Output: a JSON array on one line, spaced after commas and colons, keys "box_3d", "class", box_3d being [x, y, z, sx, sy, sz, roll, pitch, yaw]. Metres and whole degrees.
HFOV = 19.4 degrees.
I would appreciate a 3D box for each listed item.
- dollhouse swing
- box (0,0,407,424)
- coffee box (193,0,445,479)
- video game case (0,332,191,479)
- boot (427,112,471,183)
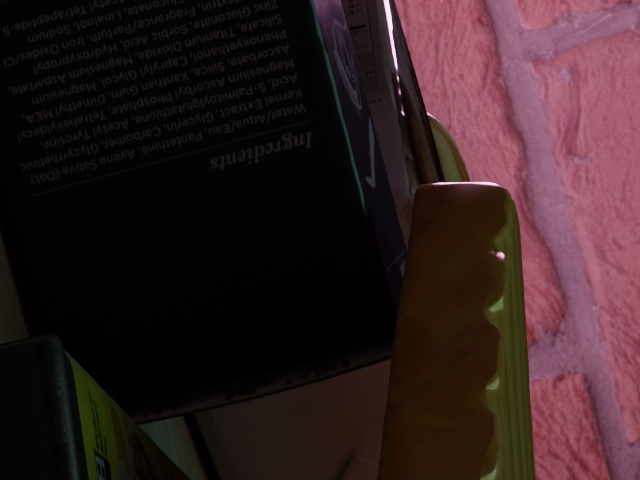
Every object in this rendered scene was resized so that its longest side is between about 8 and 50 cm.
[{"box_3d": [0.148, 0.188, 0.527, 0.347, 0.315, 0.305, -77, 178, -59], "class": "dollhouse swing"}, {"box_3d": [-0.044, -0.054, 0.616, 0.153, 0.108, 0.207, -18, 94, -85], "class": "box"}, {"box_3d": [0.000, -0.005, 0.877, 0.297, 0.118, 0.168, -94, 167, -62], "class": "coffee box"}, {"box_3d": [-0.030, 0.192, 0.500, 0.248, 0.035, 0.275, 64, 13, -65], "class": "video game case"}, {"box_3d": [0.066, 0.069, 1.289, 0.211, 0.104, 0.295, -79, 166, -75], "class": "boot"}]
